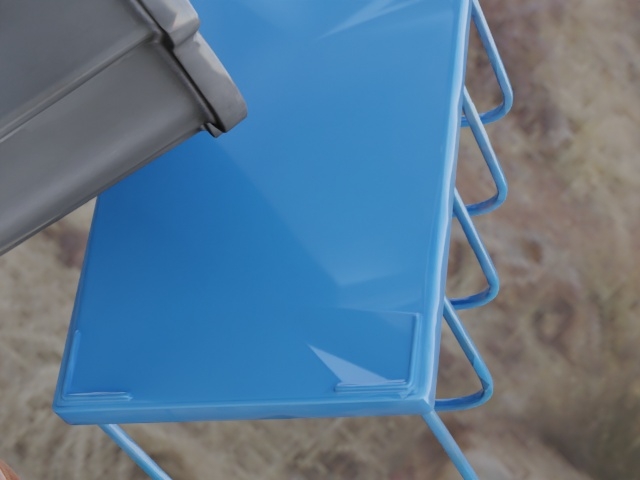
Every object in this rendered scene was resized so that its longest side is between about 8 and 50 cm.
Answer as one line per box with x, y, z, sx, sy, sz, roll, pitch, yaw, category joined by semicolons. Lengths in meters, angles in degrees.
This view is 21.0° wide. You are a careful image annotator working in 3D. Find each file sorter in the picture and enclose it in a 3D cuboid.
0.000;0.000;0.584;0.104;0.118;0.170;57;35;-53;file sorter

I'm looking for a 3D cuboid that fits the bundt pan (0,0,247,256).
-0.171;-0.115;0.433;0.331;0.124;0.331;49;-4;4;bundt pan

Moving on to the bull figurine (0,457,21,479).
-0.141;0.210;0.849;0.310;0.101;0.188;49;19;-16;bull figurine
